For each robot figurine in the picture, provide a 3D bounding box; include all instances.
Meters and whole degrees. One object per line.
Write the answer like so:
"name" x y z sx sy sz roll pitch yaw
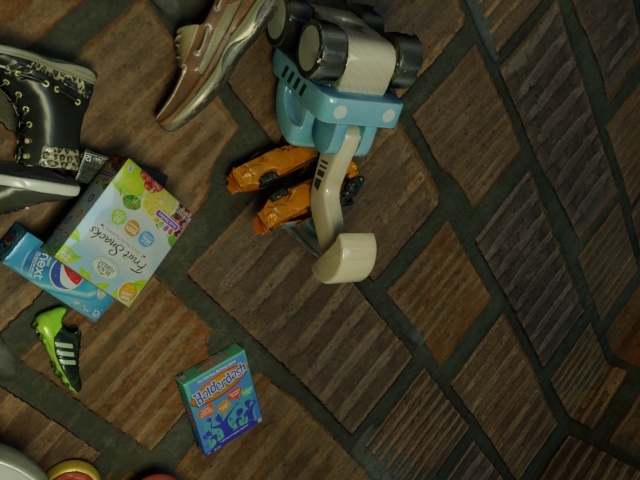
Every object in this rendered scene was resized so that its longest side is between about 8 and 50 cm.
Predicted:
"robot figurine" -0.044 -0.134 1.440 0.291 0.085 0.211 -28 84 -33

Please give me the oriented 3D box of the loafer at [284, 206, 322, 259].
"loafer" 0.000 0.000 1.580 0.267 0.084 0.096 48 38 -42

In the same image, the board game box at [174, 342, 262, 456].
"board game box" -0.225 0.359 1.532 0.160 0.047 0.210 -28 121 -29

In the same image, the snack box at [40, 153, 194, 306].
"snack box" -0.350 -0.016 1.192 0.174 0.070 0.207 45 72 -41

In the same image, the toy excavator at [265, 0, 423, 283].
"toy excavator" 0.028 -0.200 1.327 0.222 0.433 0.445 -3 128 -30

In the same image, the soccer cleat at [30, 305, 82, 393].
"soccer cleat" -0.471 0.205 1.263 0.072 0.060 0.179 -30 120 -30

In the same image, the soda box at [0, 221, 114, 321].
"soda box" -0.466 0.059 1.202 0.067 0.071 0.210 -54 131 -11

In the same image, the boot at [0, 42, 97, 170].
"boot" -0.476 -0.209 1.074 0.236 0.085 0.179 5 95 -45

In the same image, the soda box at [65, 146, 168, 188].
"soda box" -0.367 -0.118 1.232 0.169 0.053 0.060 17 96 -42

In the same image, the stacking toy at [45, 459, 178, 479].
"stacking toy" -0.416 0.603 1.344 0.308 0.130 0.280 15 92 -25

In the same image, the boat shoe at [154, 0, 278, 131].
"boat shoe" -0.211 -0.348 1.252 0.116 0.123 0.324 36 90 -8

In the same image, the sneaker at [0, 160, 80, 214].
"sneaker" -0.543 -0.048 1.084 0.295 0.104 0.147 1 107 -34

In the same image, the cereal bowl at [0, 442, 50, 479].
"cereal bowl" -0.617 0.482 1.157 0.338 0.141 0.339 -5 107 -17
